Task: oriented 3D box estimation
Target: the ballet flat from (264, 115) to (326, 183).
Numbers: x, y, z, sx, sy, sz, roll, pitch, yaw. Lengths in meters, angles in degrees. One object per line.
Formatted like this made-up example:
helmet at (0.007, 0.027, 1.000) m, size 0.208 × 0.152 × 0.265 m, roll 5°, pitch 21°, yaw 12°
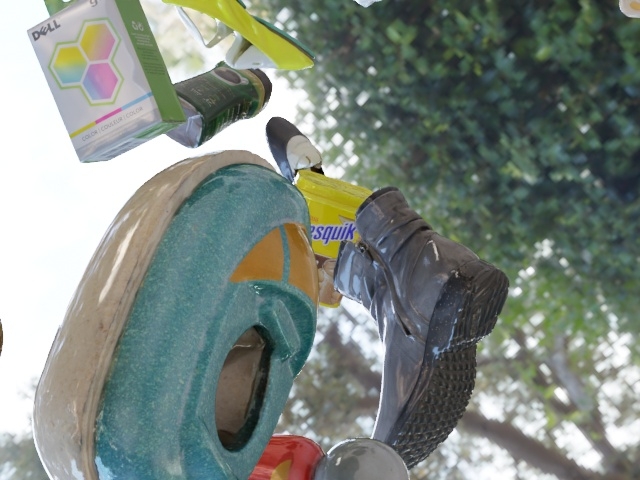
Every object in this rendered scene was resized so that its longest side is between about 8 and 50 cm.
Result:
ballet flat at (-0.014, -0.097, 1.810) m, size 0.203 × 0.074 × 0.074 m, roll 66°, pitch -154°, yaw -9°

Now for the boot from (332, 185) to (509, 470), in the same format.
boot at (0.097, 0.117, 1.568) m, size 0.118 × 0.338 × 0.223 m, roll -1°, pitch -149°, yaw -46°

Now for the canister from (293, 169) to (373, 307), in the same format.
canister at (0.000, 0.000, 1.729) m, size 0.126 × 0.170 × 0.073 m, roll 17°, pitch -164°, yaw -11°

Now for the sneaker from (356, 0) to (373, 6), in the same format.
sneaker at (0.081, -0.416, 2.012) m, size 0.061 × 0.054 × 0.152 m, roll 61°, pitch 173°, yaw -30°

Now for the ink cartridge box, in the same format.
ink cartridge box at (-0.231, -0.196, 1.268) m, size 0.209 × 0.109 × 0.062 m, roll 68°, pitch -159°, yaw 4°

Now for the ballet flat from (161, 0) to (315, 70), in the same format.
ballet flat at (-0.103, -0.251, 1.457) m, size 0.231 × 0.077 × 0.077 m, roll 35°, pitch 178°, yaw -41°

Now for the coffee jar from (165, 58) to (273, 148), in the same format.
coffee jar at (-0.153, -0.204, 1.776) m, size 0.096 × 0.079 × 0.184 m, roll 33°, pitch -141°, yaw 19°

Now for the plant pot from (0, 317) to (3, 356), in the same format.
plant pot at (-0.552, 0.126, 1.592) m, size 0.254 × 0.237 × 0.237 m, roll 7°, pitch -135°, yaw -50°

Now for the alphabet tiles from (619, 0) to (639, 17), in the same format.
alphabet tiles at (0.460, -0.411, 1.491) m, size 0.021 × 0.284 × 0.278 m, roll 1°, pitch -86°, yaw -69°

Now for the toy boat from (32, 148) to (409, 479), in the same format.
toy boat at (-0.042, 0.096, 0.787) m, size 0.318 × 0.148 × 0.267 m, roll 64°, pitch -142°, yaw -50°
